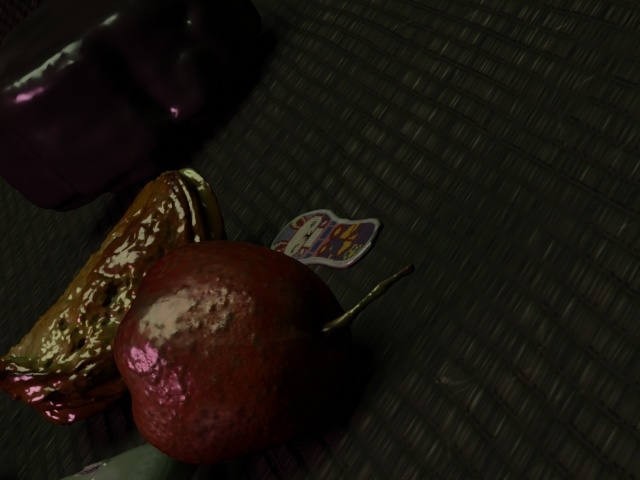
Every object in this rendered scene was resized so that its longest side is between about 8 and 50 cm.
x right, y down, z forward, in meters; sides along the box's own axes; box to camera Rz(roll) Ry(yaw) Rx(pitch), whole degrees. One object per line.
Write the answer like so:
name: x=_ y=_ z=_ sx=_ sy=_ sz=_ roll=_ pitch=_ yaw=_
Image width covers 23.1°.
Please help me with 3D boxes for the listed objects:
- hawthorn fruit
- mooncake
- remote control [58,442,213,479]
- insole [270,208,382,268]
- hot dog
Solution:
hawthorn fruit: x=-0.038 y=0.073 z=1.077 sx=0.203 sy=0.162 sz=0.162 roll=-8 pitch=40 yaw=34
mooncake: x=-0.246 y=-0.210 z=1.920 sx=0.350 sy=0.212 sz=0.381 roll=-29 pitch=23 yaw=31
remote control: x=-0.213 y=0.233 z=1.215 sx=0.335 sy=0.065 sz=0.128 roll=-27 pitch=25 yaw=44
insole: x=0.000 y=0.000 z=1.315 sx=0.065 sy=0.004 sz=0.197 roll=-51 pitch=19 yaw=-12
hot dog: x=-0.172 y=0.059 z=1.404 sx=0.259 sy=0.114 sz=0.175 roll=-50 pitch=15 yaw=-13
